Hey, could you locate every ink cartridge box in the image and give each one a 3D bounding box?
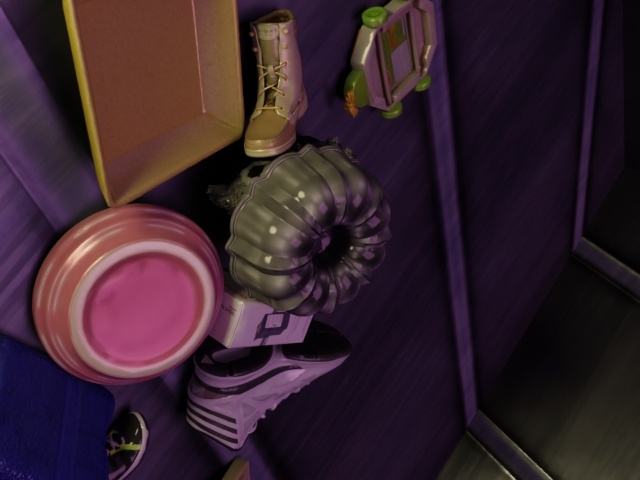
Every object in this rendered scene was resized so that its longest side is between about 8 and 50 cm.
[{"bbox_3d":[-0.151,0.135,1.422,0.237,0.172,0.100,7,106,-54],"label":"ink cartridge box"}]

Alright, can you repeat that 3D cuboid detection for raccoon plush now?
[{"bbox_3d":[-0.057,-0.009,1.446,0.299,0.216,0.446,-32,136,-27],"label":"raccoon plush"}]

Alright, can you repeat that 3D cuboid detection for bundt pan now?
[{"bbox_3d":[0.000,0.000,1.258,0.331,0.124,0.331,-20,127,-30],"label":"bundt pan"}]

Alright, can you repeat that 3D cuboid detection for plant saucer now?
[{"bbox_3d":[-0.310,0.106,1.185,0.332,0.084,0.332,-13,115,-29],"label":"plant saucer"},{"bbox_3d":[-0.256,-0.265,1.071,0.333,0.081,0.333,-42,141,-46],"label":"plant saucer"}]

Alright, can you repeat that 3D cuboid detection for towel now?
[{"bbox_3d":[-0.460,0.311,1.143,0.308,0.076,0.227,57,21,-52],"label":"towel"}]

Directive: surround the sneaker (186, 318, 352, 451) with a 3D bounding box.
[{"bbox_3d":[-0.132,0.334,1.628,0.447,0.169,0.257,-4,124,-43],"label":"sneaker"}]

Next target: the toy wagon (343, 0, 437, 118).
[{"bbox_3d":[0.148,-0.407,1.563,0.344,0.068,0.267,-45,142,-24],"label":"toy wagon"}]

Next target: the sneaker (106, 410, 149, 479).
[{"bbox_3d":[-0.423,0.435,1.336,0.234,0.084,0.097,-58,144,-9],"label":"sneaker"}]

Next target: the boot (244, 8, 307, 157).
[{"bbox_3d":[-0.087,-0.285,1.243,0.262,0.095,0.203,-68,158,-50],"label":"boot"}]

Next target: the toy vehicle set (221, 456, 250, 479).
[{"bbox_3d":[-0.247,0.686,1.699,0.267,0.035,0.166,-52,150,-54],"label":"toy vehicle set"}]
